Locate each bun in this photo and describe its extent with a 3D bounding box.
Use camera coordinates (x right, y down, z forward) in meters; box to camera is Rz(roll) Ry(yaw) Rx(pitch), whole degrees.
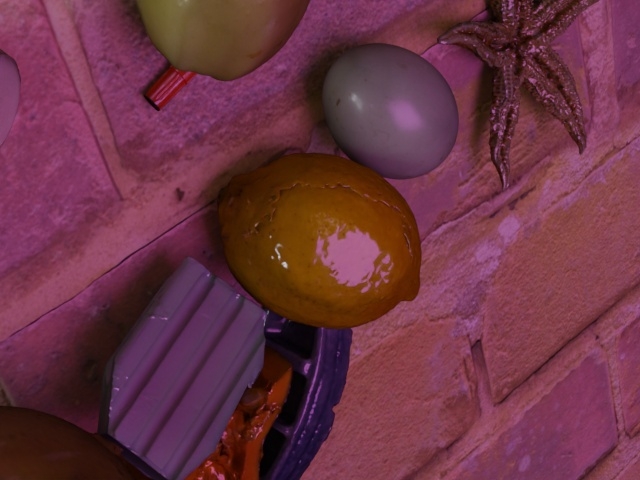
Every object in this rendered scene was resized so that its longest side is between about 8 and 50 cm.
[{"bbox_3d":[-0.349,-0.128,1.107,0.138,0.094,0.138,24,90,-82],"label":"bun"}]

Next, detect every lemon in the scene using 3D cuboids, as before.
[{"bbox_3d":[0.000,0.000,1.386,0.260,0.204,0.204,24,93,-9],"label":"lemon"}]

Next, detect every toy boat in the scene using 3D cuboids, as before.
[{"bbox_3d":[-0.052,0.211,1.496,0.078,0.127,0.283,11,100,-50],"label":"toy boat"}]

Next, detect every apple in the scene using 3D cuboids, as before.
[{"bbox_3d":[-0.098,-0.262,1.202,0.200,0.200,0.200,-18,120,-35],"label":"apple"}]

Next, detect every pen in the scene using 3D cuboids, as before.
[{"bbox_3d":[-0.107,-0.233,1.314,0.239,0.028,0.028,-49,133,-14],"label":"pen"}]

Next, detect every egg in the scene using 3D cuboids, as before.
[{"bbox_3d":[0.084,-0.155,1.430,0.149,0.149,0.192,-55,131,-8],"label":"egg"}]

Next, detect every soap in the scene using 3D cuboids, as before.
[{"bbox_3d":[-0.159,0.153,1.322,0.145,0.091,0.230,37,60,-7],"label":"soap"}]

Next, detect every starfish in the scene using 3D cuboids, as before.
[{"bbox_3d":[0.263,-0.249,1.595,0.347,0.078,0.358,11,102,-44],"label":"starfish"}]

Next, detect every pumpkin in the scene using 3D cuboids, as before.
[{"bbox_3d":[-0.165,0.251,1.408,0.190,0.139,0.281,7,103,-43],"label":"pumpkin"}]

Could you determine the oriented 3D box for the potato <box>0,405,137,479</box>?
[{"bbox_3d":[-0.335,0.373,1.206,0.442,0.385,0.319,-66,171,15],"label":"potato"}]
